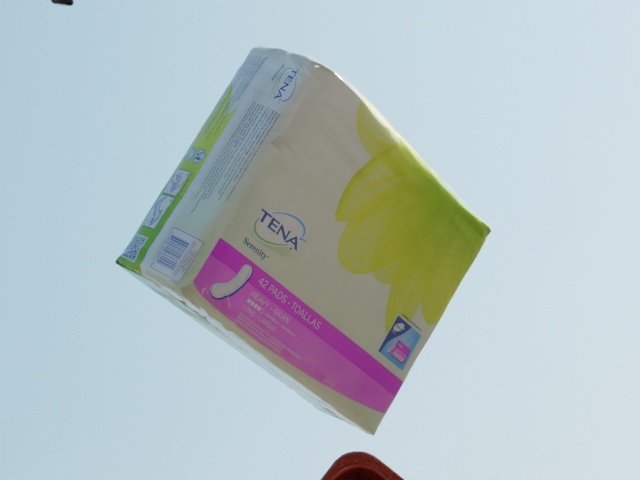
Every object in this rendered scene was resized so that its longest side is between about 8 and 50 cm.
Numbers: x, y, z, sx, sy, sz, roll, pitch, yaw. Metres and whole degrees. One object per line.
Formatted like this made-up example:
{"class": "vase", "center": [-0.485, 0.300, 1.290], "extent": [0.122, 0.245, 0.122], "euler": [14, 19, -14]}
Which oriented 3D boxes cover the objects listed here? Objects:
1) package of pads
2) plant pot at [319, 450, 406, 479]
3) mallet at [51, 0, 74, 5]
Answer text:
{"class": "package of pads", "center": [0.000, 0.000, 1.374], "extent": [0.296, 0.101, 0.229], "euler": [40, -103, -43]}
{"class": "plant pot", "center": [0.039, 0.316, 0.966], "extent": [0.267, 0.267, 0.236], "euler": [-51, -7, -10]}
{"class": "mallet", "center": [-0.184, -0.280, 1.285], "extent": [0.062, 0.190, 0.039], "euler": [-2, 6, -32]}
